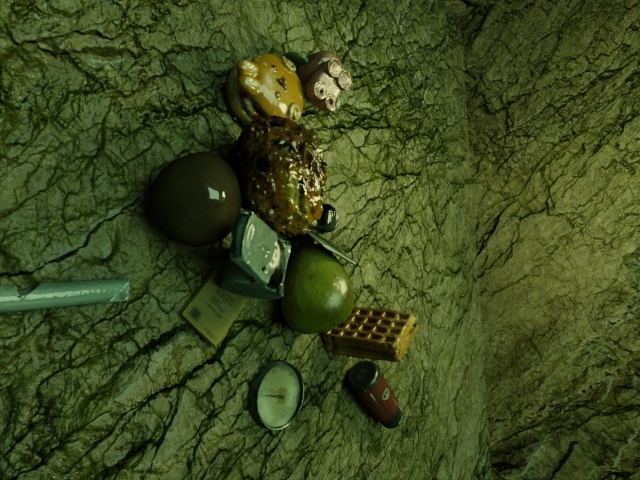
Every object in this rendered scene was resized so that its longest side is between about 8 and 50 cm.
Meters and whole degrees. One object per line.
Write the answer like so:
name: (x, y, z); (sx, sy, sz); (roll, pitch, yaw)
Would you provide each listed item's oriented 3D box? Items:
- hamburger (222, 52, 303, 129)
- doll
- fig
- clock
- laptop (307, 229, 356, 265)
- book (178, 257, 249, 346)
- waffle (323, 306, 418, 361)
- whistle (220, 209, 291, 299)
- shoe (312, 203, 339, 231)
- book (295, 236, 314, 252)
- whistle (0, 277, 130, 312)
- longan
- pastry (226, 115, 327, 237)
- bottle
hamburger: (-0.190, -0.517, 1.403); (0.303, 0.187, 0.260); (14, 72, -44)
doll: (-0.019, -0.608, 1.567); (0.284, 0.268, 0.216); (38, 77, -37)
fig: (-0.012, 0.165, 1.446); (0.258, 0.258, 0.326); (17, 60, -46)
clock: (-0.144, 0.522, 1.385); (0.226, 0.049, 0.225); (11, 76, -49)
laptop: (0.000, 0.000, 1.496); (0.188, 0.269, 0.015); (30, 95, -41)
book: (-0.314, 0.187, 1.264); (0.161, 0.027, 0.230); (56, 47, -27)
waffle: (0.194, 0.358, 1.583); (0.224, 0.328, 0.098); (-43, 120, -45)
whistle: (-0.176, 0.058, 1.189); (0.189, 0.405, 0.168); (14, 69, -11)
shoe: (0.011, -0.095, 1.631); (0.241, 0.093, 0.107); (8, 76, -46)
book: (-0.052, 0.057, 1.588); (0.103, 0.017, 0.134); (-22, 102, -49)
whistle: (-0.594, 0.123, 0.931); (0.312, 0.062, 0.062); (1, 83, -49)
longan: (-0.334, -0.109, 1.115); (0.258, 0.258, 0.257); (10, 76, -47)
pastry: (-0.133, -0.220, 1.253); (0.293, 0.337, 0.405); (-3, 49, -20)
bottle: (0.244, 0.670, 1.730); (0.336, 0.144, 0.144); (59, 46, -25)
